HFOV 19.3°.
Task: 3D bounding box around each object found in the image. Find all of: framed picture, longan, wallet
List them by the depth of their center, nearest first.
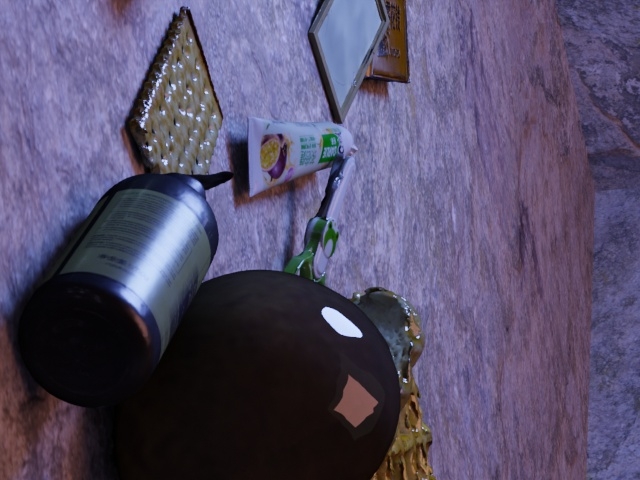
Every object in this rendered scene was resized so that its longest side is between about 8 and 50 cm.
[{"bbox_3d":[-0.053,0.132,1.496,0.246,0.246,0.215,-17,89,-75],"label":"longan"},{"bbox_3d":[0.036,-0.255,2.257,0.201,0.010,0.136,-67,148,-42],"label":"framed picture"},{"bbox_3d":[0.077,-0.284,2.423,0.195,0.042,0.161,-7,92,-75],"label":"wallet"}]

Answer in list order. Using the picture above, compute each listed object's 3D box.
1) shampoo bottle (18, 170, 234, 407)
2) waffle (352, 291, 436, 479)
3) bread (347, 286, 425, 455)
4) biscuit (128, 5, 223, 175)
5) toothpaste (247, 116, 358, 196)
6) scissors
[{"bbox_3d":[-0.137,0.015,1.421,0.284,0.101,0.101,-67,148,-61],"label":"shampoo bottle"},{"bbox_3d":[0.062,0.271,2.112,0.379,0.095,0.382,67,21,-44],"label":"waffle"},{"bbox_3d":[0.038,0.156,1.921,0.088,0.128,0.232,57,37,-39],"label":"bread"},{"bbox_3d":[-0.123,-0.104,1.672,0.203,0.016,0.144,-77,156,-51],"label":"biscuit"},{"bbox_3d":[-0.026,-0.097,1.977,0.058,0.056,0.314,48,16,7],"label":"toothpaste"},{"bbox_3d":[0.000,0.000,1.990,0.101,0.027,0.204,63,41,-58],"label":"scissors"}]
